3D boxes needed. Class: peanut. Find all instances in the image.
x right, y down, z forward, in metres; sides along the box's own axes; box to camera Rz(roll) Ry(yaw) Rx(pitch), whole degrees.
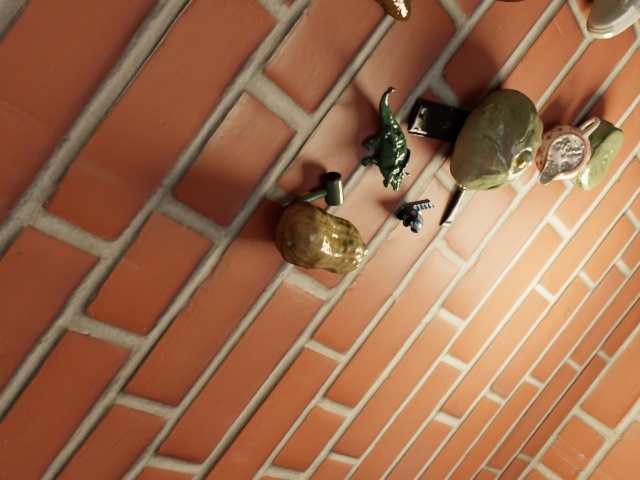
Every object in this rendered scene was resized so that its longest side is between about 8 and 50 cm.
[{"bbox_3d":[-0.009,-0.001,1.677,0.291,0.159,0.143,20,77,-57],"label":"peanut"}]

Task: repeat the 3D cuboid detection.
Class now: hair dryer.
[{"bbox_3d":[-0.017,-0.102,1.678,0.150,0.047,0.071,-20,129,-16],"label":"hair dryer"}]

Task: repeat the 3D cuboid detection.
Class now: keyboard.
[{"bbox_3d":[0.305,-0.294,1.823,0.230,0.025,0.094,4,117,-43],"label":"keyboard"}]

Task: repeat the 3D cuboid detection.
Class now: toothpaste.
[{"bbox_3d":[0.370,-0.096,2.025,0.037,0.021,0.140,2,119,-37],"label":"toothpaste"}]

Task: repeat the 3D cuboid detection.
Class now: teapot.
[{"bbox_3d":[0.703,-0.263,2.113,0.246,0.159,0.116,-52,-178,11],"label":"teapot"}]

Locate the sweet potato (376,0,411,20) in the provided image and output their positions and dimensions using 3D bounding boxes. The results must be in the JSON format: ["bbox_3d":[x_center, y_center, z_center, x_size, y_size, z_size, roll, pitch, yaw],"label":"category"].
[{"bbox_3d":[0.118,-0.552,1.430,0.114,0.092,0.342,-50,142,-26],"label":"sweet potato"}]

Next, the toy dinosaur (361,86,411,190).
[{"bbox_3d":[0.150,-0.222,1.704,0.120,0.079,0.292,-46,141,-14],"label":"toy dinosaur"}]

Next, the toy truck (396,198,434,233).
[{"bbox_3d":[0.247,-0.071,1.894,0.090,0.073,0.056,-49,138,-1],"label":"toy truck"}]

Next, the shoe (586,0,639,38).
[{"bbox_3d":[0.794,-0.703,1.885,0.160,0.131,0.363,33,91,-49],"label":"shoe"}]

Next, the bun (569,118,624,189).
[{"bbox_3d":[0.817,-0.262,2.232,0.221,0.108,0.221,-31,139,-31],"label":"bun"}]

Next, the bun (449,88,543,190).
[{"bbox_3d":[0.470,-0.237,1.870,0.283,0.179,0.283,-36,147,-28],"label":"bun"}]
